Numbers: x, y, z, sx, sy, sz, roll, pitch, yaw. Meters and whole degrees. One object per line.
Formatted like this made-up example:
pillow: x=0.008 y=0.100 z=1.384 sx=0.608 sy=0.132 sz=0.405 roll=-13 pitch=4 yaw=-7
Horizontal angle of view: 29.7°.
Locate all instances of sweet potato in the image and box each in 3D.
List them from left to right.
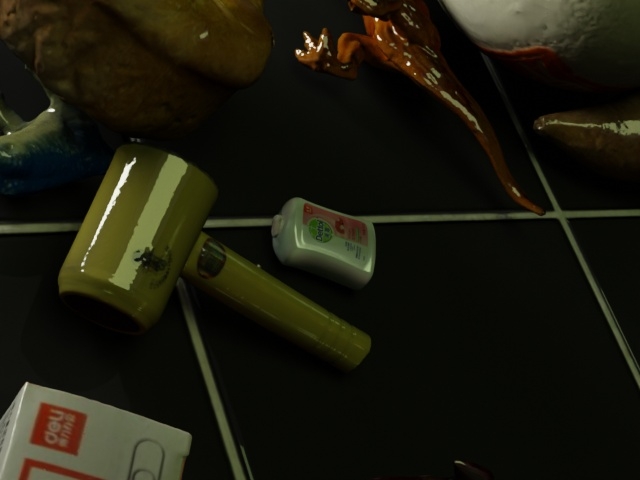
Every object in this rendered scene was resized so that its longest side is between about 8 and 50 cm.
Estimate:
sweet potato: x=0.393 y=-0.127 z=1.425 sx=0.336 sy=0.131 sz=0.131 roll=10 pitch=53 yaw=-30

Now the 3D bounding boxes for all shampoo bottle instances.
shampoo bottle: x=0.000 y=0.000 z=1.120 sx=0.099 sy=0.043 sz=0.072 roll=20 pitch=49 yaw=-21

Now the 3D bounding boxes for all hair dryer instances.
hair dryer: x=-0.075 y=0.046 z=1.006 sx=0.278 sy=0.090 sz=0.135 roll=32 pitch=64 yaw=-25

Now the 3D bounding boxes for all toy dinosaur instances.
toy dinosaur: x=-0.218 y=-0.049 z=0.996 sx=0.188 sy=0.075 sz=0.248 roll=43 pitch=39 yaw=-5
toy dinosaur: x=0.079 y=-0.206 z=1.295 sx=0.208 sy=0.097 sz=0.432 roll=3 pitch=60 yaw=-43

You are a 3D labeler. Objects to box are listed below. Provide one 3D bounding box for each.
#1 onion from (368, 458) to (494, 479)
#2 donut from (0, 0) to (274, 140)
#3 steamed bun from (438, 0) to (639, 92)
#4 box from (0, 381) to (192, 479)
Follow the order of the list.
onion: x=0.042 y=0.322 z=0.855 sx=0.280 sy=0.146 sz=0.314 roll=6 pitch=61 yaw=-14
donut: x=-0.185 y=-0.234 z=1.041 sx=0.299 sy=0.150 sz=0.317 roll=35 pitch=22 yaw=-33
steamed bun: x=0.292 y=-0.300 z=1.380 sx=0.374 sy=0.241 sz=0.374 roll=14 pitch=28 yaw=-8
box: x=-0.172 y=0.204 z=0.814 sx=0.133 sy=0.099 sz=0.182 roll=23 pitch=48 yaw=-16
